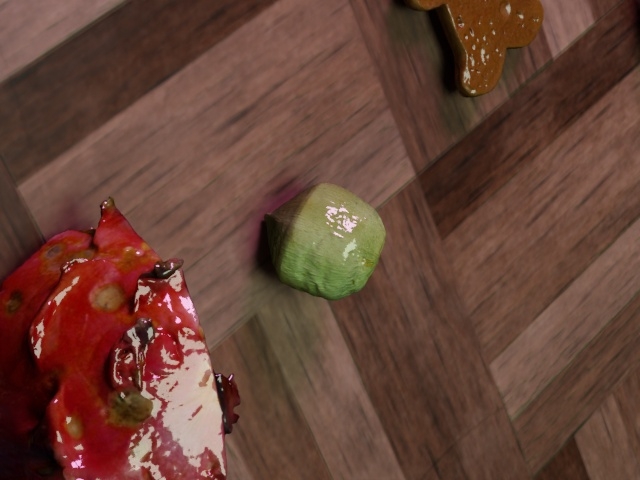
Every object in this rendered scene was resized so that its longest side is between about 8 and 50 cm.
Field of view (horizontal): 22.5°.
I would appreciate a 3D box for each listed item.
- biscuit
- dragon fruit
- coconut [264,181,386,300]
[{"bbox_3d":[0.114,-0.230,1.339,0.138,0.031,0.205,-50,125,-26],"label":"biscuit"},{"bbox_3d":[-0.147,0.117,1.063,0.126,0.161,0.274,-10,104,-43],"label":"dragon fruit"},{"bbox_3d":[0.000,0.000,1.236,0.088,0.096,0.088,-60,169,-19],"label":"coconut"}]
